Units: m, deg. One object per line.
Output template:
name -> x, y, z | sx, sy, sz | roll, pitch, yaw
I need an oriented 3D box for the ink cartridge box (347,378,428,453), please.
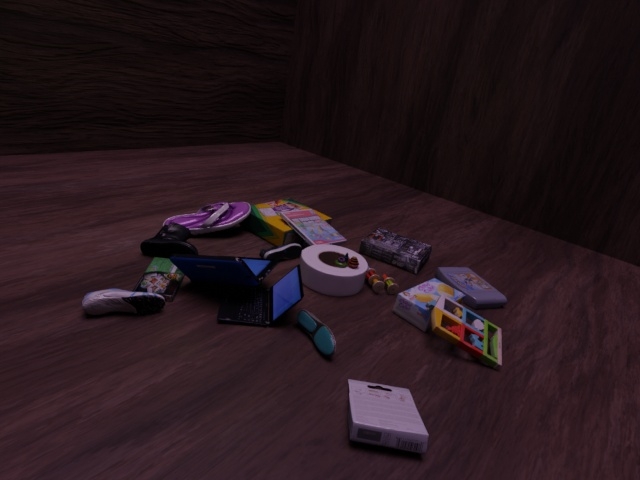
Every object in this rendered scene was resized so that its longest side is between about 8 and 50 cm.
ink cartridge box -> 0.165, 0.457, 1.082 | 0.189, 0.066, 0.232 | 10, 2, -1

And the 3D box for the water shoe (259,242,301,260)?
water shoe -> -0.176, 0.043, 1.818 | 0.203, 0.073, 0.080 | -11, 29, -41

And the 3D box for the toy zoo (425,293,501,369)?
toy zoo -> 0.499, 0.302, 1.436 | 0.293, 0.030, 0.192 | 31, 35, 4

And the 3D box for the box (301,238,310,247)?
box -> 0.000, 0.000, 1.992 | 0.137, 0.072, 0.126 | 25, 27, 31

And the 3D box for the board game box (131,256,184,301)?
board game box -> -0.576, 0.136, 1.493 | 0.136, 0.030, 0.259 | 6, 24, -6

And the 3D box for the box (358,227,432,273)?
box -> 0.380, 0.044, 2.049 | 0.307, 0.076, 0.242 | 20, 25, 21

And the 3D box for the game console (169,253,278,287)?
game console -> -0.341, 0.069, 1.483 | 0.293, 0.250, 0.173 | 2, 56, 20

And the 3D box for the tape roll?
tape roll -> 0.050, 0.119, 1.712 | 0.286, 0.100, 0.286 | 9, 24, -4

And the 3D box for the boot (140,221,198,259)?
boot -> -0.590, 0.002, 1.705 | 0.246, 0.094, 0.207 | 8, 27, 9

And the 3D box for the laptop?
laptop -> -0.207, 0.175, 1.425 | 0.264, 0.136, 0.234 | 9, 23, -11

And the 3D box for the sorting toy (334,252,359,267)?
sorting toy -> 0.108, 0.078, 1.651 | 0.102, 0.042, 0.061 | 6, 24, -11

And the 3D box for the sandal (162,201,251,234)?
sandal -> -0.518, -0.117, 1.894 | 0.416, 0.102, 0.169 | -20, 46, -24

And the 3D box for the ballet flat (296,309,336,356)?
ballet flat -> 0.000, 0.298, 1.330 | 0.068, 0.072, 0.213 | 31, 7, -45

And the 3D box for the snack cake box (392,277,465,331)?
snack cake box -> 0.428, 0.245, 1.599 | 0.264, 0.089, 0.152 | -13, 34, -43

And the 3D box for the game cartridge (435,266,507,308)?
game cartridge -> 0.661, 0.204, 1.839 | 0.198, 0.062, 0.297 | 5, 24, -24

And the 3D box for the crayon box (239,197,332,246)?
crayon box -> -0.176, -0.100, 2.099 | 0.313, 0.106, 0.363 | 26, 28, 32

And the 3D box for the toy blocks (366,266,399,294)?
toy blocks -> 0.252, 0.163, 1.738 | 0.123, 0.054, 0.148 | 12, 24, -20

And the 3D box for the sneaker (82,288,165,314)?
sneaker -> -0.616, 0.186, 1.291 | 0.237, 0.085, 0.086 | 3, 29, -21

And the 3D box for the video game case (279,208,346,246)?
video game case -> -0.036, -0.061, 1.949 | 0.204, 0.025, 0.285 | -10, 42, -42
